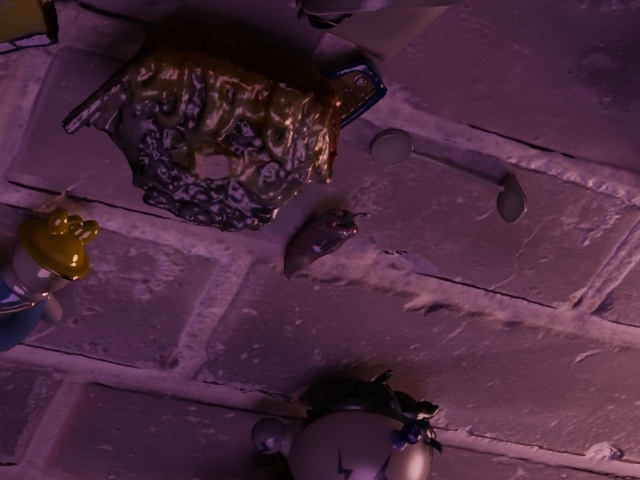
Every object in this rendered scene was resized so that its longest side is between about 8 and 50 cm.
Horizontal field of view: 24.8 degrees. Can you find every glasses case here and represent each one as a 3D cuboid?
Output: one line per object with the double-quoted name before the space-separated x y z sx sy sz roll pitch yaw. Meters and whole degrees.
"glasses case" 0.123 -0.285 1.443 0.308 0.083 0.128 -38 129 25

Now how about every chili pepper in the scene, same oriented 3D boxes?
"chili pepper" 0.000 -0.001 1.731 0.050 0.041 0.153 36 137 -15

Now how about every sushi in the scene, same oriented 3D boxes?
"sushi" -0.113 -0.122 1.493 0.274 0.139 0.184 21 117 -8

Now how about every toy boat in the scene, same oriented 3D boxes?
"toy boat" -0.036 -0.130 1.590 0.229 0.046 0.080 -29 134 17

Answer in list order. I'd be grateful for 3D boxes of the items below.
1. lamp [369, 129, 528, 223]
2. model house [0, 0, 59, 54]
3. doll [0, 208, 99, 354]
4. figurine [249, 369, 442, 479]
"lamp" 0.148 -0.075 1.684 0.198 0.056 0.050 17 132 -22
"model house" -0.341 -0.252 1.368 0.194 0.170 0.211 -14 164 -8
"doll" -0.344 0.050 1.669 0.135 0.099 0.241 41 116 -14
"figurine" 0.009 0.333 1.969 0.261 0.186 0.382 20 123 -36
